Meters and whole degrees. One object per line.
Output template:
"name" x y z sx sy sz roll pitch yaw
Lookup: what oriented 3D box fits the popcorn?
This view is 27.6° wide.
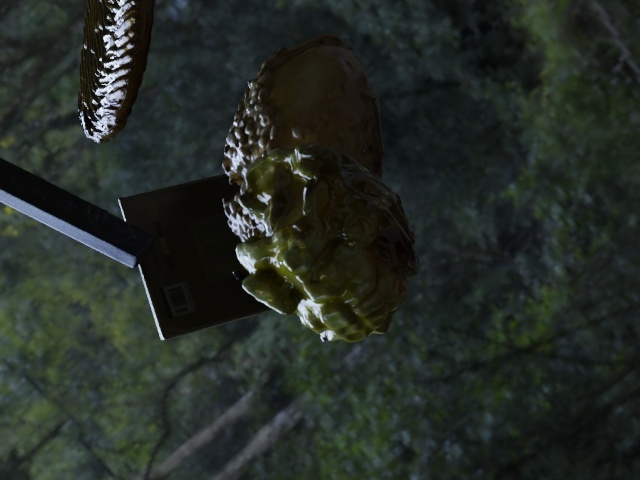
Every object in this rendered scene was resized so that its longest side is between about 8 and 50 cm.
"popcorn" 0.002 0.001 1.331 0.189 0.169 0.218 28 -152 -46

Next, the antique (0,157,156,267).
"antique" -0.211 -0.033 0.955 0.192 0.015 0.031 26 -138 6

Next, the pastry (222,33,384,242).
"pastry" -0.032 -0.100 1.660 0.284 0.184 0.315 150 120 -75

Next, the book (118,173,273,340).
"book" -0.114 0.005 1.880 0.311 0.021 0.216 -14 -103 -22

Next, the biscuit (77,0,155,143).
"biscuit" -0.275 -0.287 1.730 0.040 0.317 0.318 7 -143 -23
